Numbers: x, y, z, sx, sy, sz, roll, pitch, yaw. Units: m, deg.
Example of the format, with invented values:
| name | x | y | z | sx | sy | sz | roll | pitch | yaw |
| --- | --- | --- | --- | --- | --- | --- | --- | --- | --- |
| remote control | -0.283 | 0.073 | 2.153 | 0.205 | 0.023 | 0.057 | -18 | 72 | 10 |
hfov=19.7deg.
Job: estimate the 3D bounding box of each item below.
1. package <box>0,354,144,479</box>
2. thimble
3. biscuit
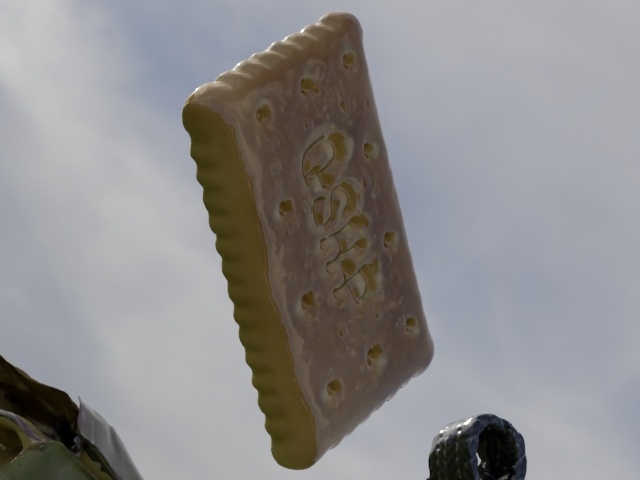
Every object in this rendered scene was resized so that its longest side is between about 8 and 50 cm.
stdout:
| name | x | y | z | sx | sy | sz | roll | pitch | yaw |
| --- | --- | --- | --- | --- | --- | --- | --- | --- | --- |
| package | -0.278 | 0.274 | 2.155 | 0.165 | 0.221 | 0.311 | -18 | -42 | 17 |
| thimble | 0.160 | 0.231 | 1.875 | 0.095 | 0.104 | 0.066 | 43 | -37 | -23 |
| biscuit | 0.001 | 0.000 | 1.111 | 0.030 | 0.160 | 0.250 | 5 | -62 | 40 |
